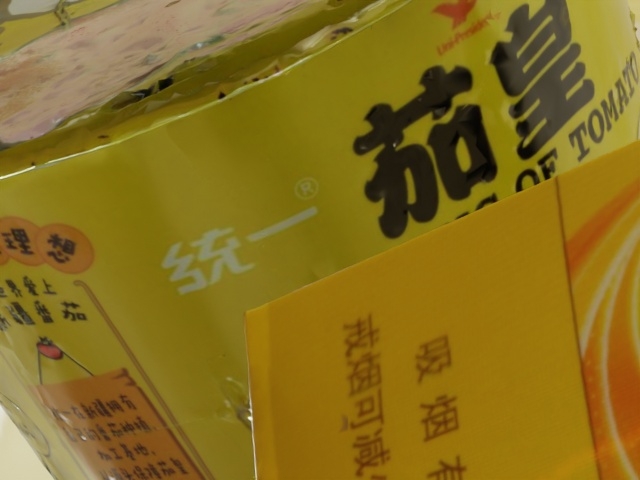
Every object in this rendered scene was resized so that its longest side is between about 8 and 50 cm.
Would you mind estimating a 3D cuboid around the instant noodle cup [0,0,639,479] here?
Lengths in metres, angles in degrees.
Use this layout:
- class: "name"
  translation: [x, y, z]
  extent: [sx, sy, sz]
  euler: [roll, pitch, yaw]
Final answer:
- class: "instant noodle cup"
  translation: [0.000, 0.000, 0.756]
  extent: [0.326, 0.325, 0.254]
  euler: [3, -55, 49]

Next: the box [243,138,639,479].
- class: "box"
  translation: [0.102, 0.040, 0.412]
  extent: [0.269, 0.043, 0.152]
  euler: [-25, -124, 29]
